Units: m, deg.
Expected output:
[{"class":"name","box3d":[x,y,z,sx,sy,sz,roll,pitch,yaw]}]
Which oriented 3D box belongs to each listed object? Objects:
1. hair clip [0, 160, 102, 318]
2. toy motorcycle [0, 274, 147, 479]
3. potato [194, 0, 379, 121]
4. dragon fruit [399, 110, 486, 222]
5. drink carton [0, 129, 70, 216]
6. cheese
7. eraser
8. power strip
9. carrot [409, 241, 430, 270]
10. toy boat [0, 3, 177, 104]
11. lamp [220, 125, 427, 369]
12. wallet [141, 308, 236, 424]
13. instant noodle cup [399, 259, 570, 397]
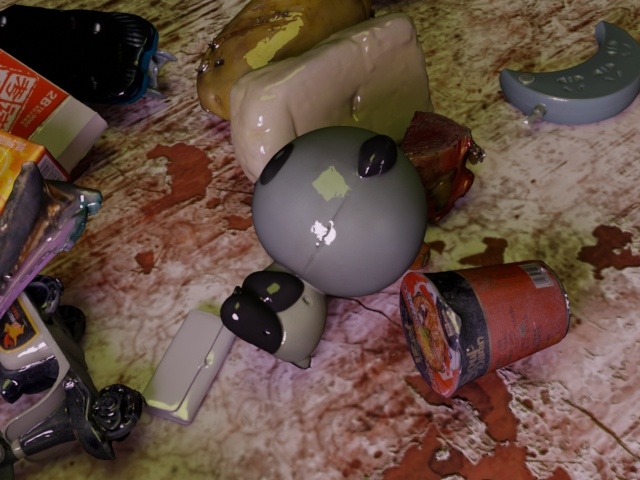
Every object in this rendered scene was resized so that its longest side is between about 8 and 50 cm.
[{"class":"hair clip","box3d":[-0.351,0.075,0.873,0.110,0.095,0.359,29,74,1]},{"class":"toy motorcycle","box3d":[-0.284,0.138,0.890,0.157,0.091,0.263,-35,51,-13]},{"class":"potato","box3d":[-0.040,-0.270,1.184,0.173,0.140,0.300,-1,38,49]},{"class":"dragon fruit","box3d":[0.139,-0.080,1.029,0.096,0.102,0.147,11,46,13]},{"class":"drink carton","box3d":[-0.392,-0.016,1.017,0.096,0.071,0.223,20,68,22]},{"class":"cheese","box3d":[0.014,-0.161,1.078,0.262,0.159,0.093,-29,22,-19]},{"class":"eraser","box3d":[-0.401,-0.146,1.152,0.230,0.038,0.157,33,78,27]},{"class":"power strip","box3d":[0.328,-0.205,1.149,0.216,0.044,0.137,-29,52,-19]},{"class":"carrot","box3d":[0.039,-0.009,1.018,0.190,0.037,0.037,20,54,27]},{"class":"toy boat","box3d":[-0.349,-0.246,1.244,0.298,0.092,0.134,11,81,24]},{"class":"lamp","box3d":[0.000,0.000,0.899,0.197,0.197,0.244,34,86,31]},{"class":"wallet","box3d":[-0.135,0.128,0.920,0.061,0.025,0.122,17,52,12]},{"class":"instant noodle cup","box3d":[0.163,0.075,0.877,0.135,0.127,0.127,-14,48,-16]}]
